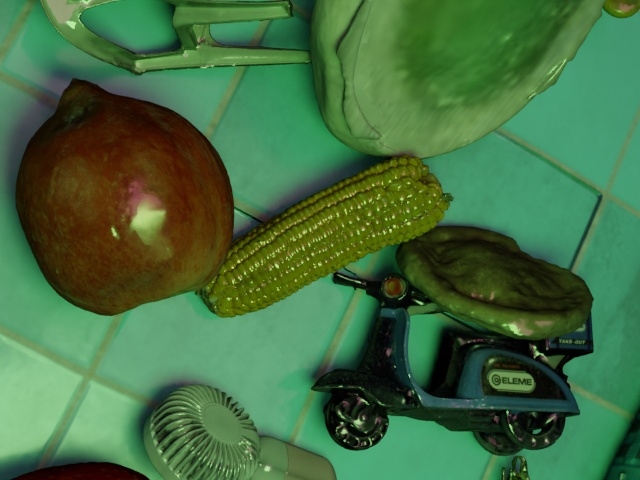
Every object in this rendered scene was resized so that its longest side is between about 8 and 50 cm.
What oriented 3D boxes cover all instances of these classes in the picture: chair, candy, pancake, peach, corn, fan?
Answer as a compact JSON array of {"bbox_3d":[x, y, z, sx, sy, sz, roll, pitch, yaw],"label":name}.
[{"bbox_3d":[-0.155,-0.300,1.422,0.274,0.190,0.203,-4,86,9],"label":"chair"},{"bbox_3d":[0.146,-0.280,1.458,0.386,0.186,0.427,5,121,-39],"label":"candy"},{"bbox_3d":[0.205,0.041,1.498,0.222,0.236,0.042,-2,121,-31],"label":"pancake"},{"bbox_3d":[-0.210,-0.054,1.361,0.232,0.232,0.257,-13,88,-20],"label":"peach"},{"bbox_3d":[-0.002,-0.005,1.474,0.313,0.102,0.102,-25,94,-9],"label":"corn"},{"bbox_3d":[-0.084,0.245,1.439,0.244,0.130,0.074,26,122,-28],"label":"fan"}]

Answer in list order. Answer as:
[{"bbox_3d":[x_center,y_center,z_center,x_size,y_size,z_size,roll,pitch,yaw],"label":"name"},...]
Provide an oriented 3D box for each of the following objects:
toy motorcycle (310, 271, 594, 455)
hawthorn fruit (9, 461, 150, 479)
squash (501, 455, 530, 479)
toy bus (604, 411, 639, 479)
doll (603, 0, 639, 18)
[{"bbox_3d":[0.156,0.146,1.528,0.358,0.125,0.213,4,75,-21],"label":"toy motorcycle"},{"bbox_3d":[-0.224,0.333,1.335,0.266,0.210,0.230,-19,86,-34],"label":"hawthorn fruit"},{"bbox_3d":[0.207,0.419,1.545,0.080,0.071,0.319,20,81,20],"label":"squash"},{"bbox_3d":[0.485,0.276,1.592,0.199,0.183,0.344,34,75,-10],"label":"toy bus"},{"bbox_3d":[0.280,-0.512,1.609,0.348,0.161,0.423,14,82,-5],"label":"doll"}]
